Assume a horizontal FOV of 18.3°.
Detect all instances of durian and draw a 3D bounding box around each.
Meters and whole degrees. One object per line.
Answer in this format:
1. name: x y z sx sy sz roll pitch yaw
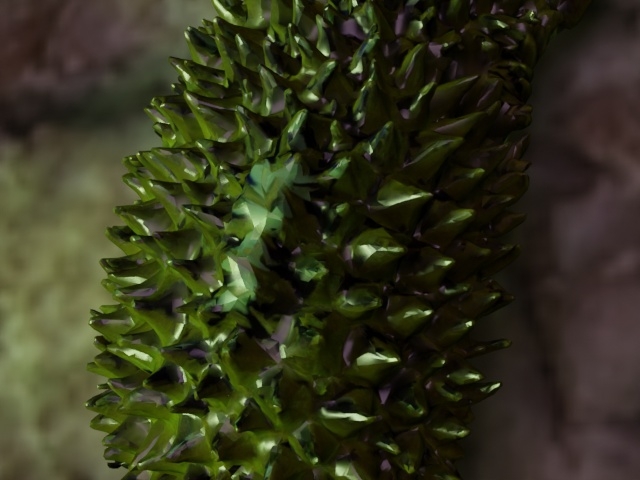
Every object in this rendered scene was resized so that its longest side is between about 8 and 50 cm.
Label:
1. durian: -0.006 -0.004 0.543 0.137 0.095 0.221 14 76 18
